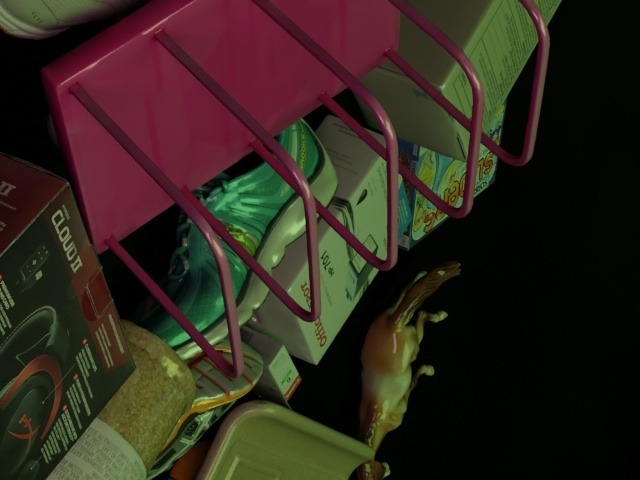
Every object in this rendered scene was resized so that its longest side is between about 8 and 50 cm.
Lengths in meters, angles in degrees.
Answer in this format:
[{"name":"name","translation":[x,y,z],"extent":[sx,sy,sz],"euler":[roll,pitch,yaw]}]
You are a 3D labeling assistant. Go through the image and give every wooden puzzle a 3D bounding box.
[{"name":"wooden puzzle","translation":[-0.102,0.324,1.661],"extent":[0.347,0.080,0.322],"euler":[-61,154,-3]}]

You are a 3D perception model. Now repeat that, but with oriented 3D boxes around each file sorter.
[{"name":"file sorter","translation":[-0.007,-0.076,1.133],"extent":[0.291,0.182,0.202],"euler":[-35,153,-19]}]

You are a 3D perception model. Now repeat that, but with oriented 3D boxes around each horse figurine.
[{"name":"horse figurine","translation":[0.089,0.142,1.891],"extent":[0.174,0.066,0.263],"euler":[-39,145,-55]}]

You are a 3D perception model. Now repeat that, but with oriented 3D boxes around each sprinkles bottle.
[{"name":"sprinkles bottle","translation":[-0.221,0.221,1.233],"extent":[0.355,0.121,0.121],"euler":[-60,155,-33]}]

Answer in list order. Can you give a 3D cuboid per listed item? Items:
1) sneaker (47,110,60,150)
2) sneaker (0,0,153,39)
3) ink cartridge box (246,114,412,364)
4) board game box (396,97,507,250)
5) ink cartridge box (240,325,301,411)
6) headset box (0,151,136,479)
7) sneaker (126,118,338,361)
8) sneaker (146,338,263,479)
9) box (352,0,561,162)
[{"name":"sneaker","translation":[-0.114,-0.107,1.281],"extent":[0.217,0.079,0.121],"euler":[-25,-179,-20]},{"name":"sneaker","translation":[-0.123,-0.192,1.116],"extent":[0.262,0.121,0.099],"euler":[-16,97,-63]},{"name":"ink cartridge box","translation":[0.000,0.000,1.583],"extent":[0.190,0.082,0.139],"euler":[-57,153,-24]},{"name":"board game box","translation":[0.140,-0.091,1.832],"extent":[0.201,0.035,0.136],"euler":[-37,141,-47]},{"name":"ink cartridge box","translation":[-0.054,0.123,1.598],"extent":[0.029,0.063,0.115],"euler":[-56,153,-18]},{"name":"headset box","translation":[-0.253,0.089,1.128],"extent":[0.293,0.110,0.218],"euler":[-52,151,-28]},{"name":"sneaker","translation":[-0.093,-0.009,1.410],"extent":[0.275,0.107,0.110],"euler":[-58,134,-30]},{"name":"sneaker","translation":[-0.132,0.150,1.464],"extent":[0.215,0.084,0.083],"euler":[-33,152,-44]},{"name":"box","translation":[0.154,-0.250,1.630],"extent":[0.311,0.121,0.148],"euler":[-58,153,-18]}]
